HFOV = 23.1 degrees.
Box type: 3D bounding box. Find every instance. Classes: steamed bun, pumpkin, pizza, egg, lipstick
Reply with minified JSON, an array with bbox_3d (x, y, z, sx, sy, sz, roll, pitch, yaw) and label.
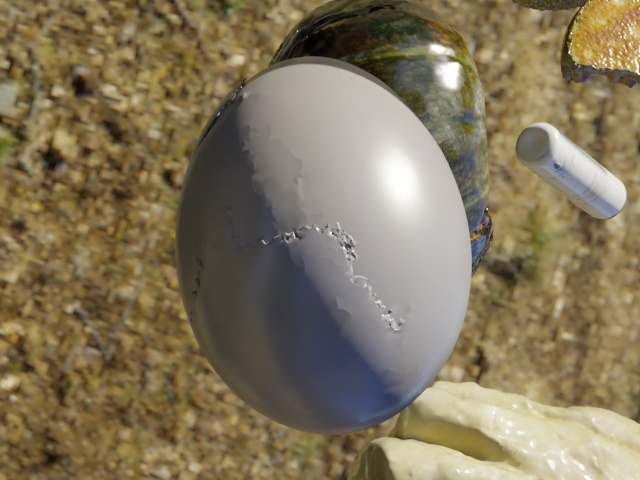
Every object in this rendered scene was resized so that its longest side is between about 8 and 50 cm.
[{"bbox_3d":[0.193,0.202,1.188,0.428,0.247,0.189,19,52,-19],"label":"steamed bun"},{"bbox_3d":[0.054,-0.083,1.500,0.192,0.320,0.320,-10,117,-10],"label":"pumpkin"},{"bbox_3d":[0.360,-0.216,1.717,0.036,0.176,0.185,107,9,-56],"label":"pizza"},{"bbox_3d":[0.000,0.000,0.779,0.146,0.146,0.199,32,39,-53],"label":"egg"},{"bbox_3d":[0.205,-0.056,1.278,0.141,0.040,0.040,28,82,-51],"label":"lipstick"}]

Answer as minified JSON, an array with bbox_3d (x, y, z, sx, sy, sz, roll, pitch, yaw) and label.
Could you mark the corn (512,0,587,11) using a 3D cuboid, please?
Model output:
[{"bbox_3d":[0.349,-0.316,1.814,0.086,0.288,0.087,-2,90,-69],"label":"corn"}]
